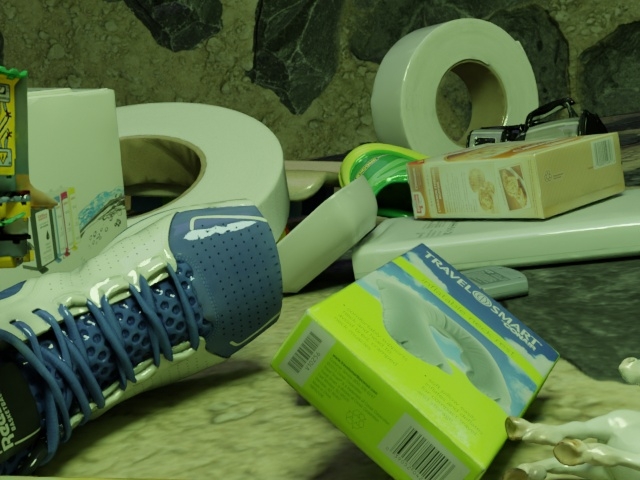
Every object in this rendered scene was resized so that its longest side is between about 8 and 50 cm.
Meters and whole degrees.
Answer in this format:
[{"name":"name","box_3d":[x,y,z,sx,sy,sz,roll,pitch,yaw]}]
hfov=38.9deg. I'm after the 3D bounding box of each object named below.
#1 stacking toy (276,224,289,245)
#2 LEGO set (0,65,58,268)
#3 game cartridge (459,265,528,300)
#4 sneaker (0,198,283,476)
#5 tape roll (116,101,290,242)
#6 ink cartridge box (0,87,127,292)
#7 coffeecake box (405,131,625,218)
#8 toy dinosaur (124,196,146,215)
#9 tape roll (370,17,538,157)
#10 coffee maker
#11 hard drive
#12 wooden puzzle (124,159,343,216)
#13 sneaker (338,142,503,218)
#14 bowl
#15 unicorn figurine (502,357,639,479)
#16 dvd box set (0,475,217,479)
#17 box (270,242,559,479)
[{"name":"stacking toy","box_3d":[-0.174,0.011,1.176,0.221,0.052,0.167,-15,11,-31]},{"name":"LEGO set","box_3d":[-0.274,0.018,0.454,0.255,0.192,0.331,-3,5,-37]},{"name":"game cartridge","box_3d":[0.151,0.038,0.806,0.056,0.017,0.083,-13,10,-6]},{"name":"sneaker","box_3d":[-0.162,0.080,0.568,0.315,0.127,0.182,-18,15,-14]},{"name":"tape roll","box_3d":[-0.228,-0.045,1.044,0.392,0.072,0.392,-4,34,3]},{"name":"ink cartridge box","box_3d":[-0.278,-0.006,0.752,0.171,0.233,0.168,4,15,32]},{"name":"coffeecake box","box_3d":[0.211,-0.070,0.996,0.142,0.068,0.185,-17,11,-36]},{"name":"toy dinosaur","box_3d":[-0.334,-0.096,1.522,0.295,0.200,0.127,-12,9,-20]},{"name":"tape roll","box_3d":[0.230,-0.228,1.533,0.286,0.286,0.100,-13,9,-26]},{"name":"coffee maker","box_3d":[0.319,-0.109,1.304,0.178,0.120,0.171,-4,-34,34]},{"name":"hard drive","box_3d":[0.204,-0.008,0.964,0.307,0.040,0.203,-6,9,16]},{"name":"wooden puzzle","box_3d":[-0.113,-0.072,1.310,0.322,0.080,0.348,2,8,15]},{"name":"sneaker","box_3d":[0.172,-0.058,1.187,0.295,0.109,0.123,-1,44,-9]},{"name":"bowl","box_3d":[0.000,0.000,0.946,0.142,0.053,0.142,-40,-1,19]},{"name":"unicorn figurine","box_3d":[0.139,0.090,0.392,0.111,0.060,0.162,-1,22,-10]},{"name":"dvd box set","box_3d":[-0.223,0.159,0.267,0.420,0.062,0.307,-5,10,24]},{"name":"box","box_3d":[0.061,0.061,0.482,0.109,0.042,0.178,40,26,13]}]
